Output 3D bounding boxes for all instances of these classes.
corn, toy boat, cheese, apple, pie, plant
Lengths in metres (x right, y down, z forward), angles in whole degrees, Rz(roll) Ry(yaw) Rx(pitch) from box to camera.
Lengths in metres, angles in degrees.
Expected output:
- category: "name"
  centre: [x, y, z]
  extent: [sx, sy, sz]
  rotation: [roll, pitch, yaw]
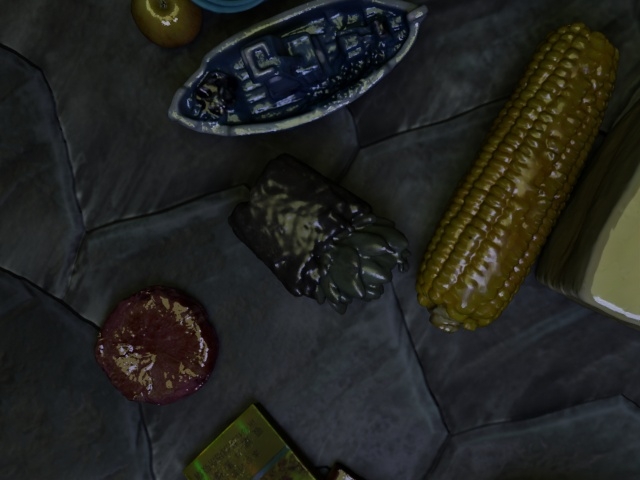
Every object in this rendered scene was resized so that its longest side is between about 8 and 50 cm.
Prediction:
- category: "corn"
  centre: [0.215, -0.064, 0.947]
  extent: [0.120, 0.120, 0.363]
  rotation: [26, 93, 5]
- category: "toy boat"
  centre: [-0.026, -0.194, 0.960]
  extent: [0.309, 0.142, 0.129]
  rotation: [-21, 87, 7]
- category: "cheese"
  centre: [0.330, -0.036, 0.861]
  extent: [0.124, 0.265, 0.242]
  rotation: [26, 93, 5]
- category: "apple"
  centre: [-0.179, -0.266, 1.010]
  extent: [0.084, 0.071, 0.084]
  rotation: [0, 92, 5]
- category: "pie"
  centre: [-0.196, 0.128, 1.034]
  extent: [0.154, 0.038, 0.153]
  rotation: [0, 92, 8]
- category: "plant"
  centre: [0.000, 0.000, 0.968]
  extent: [0.194, 0.129, 0.132]
  rotation: [38, 97, 8]

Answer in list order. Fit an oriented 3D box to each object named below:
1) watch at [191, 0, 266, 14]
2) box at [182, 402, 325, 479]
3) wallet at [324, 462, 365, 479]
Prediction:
- category: "watch"
  centre: [-0.105, -0.350, 0.961]
  extent: [0.211, 0.211, 0.193]
  rotation: [-33, 98, 6]
- category: "box"
  centre: [-0.056, 0.302, 1.009]
  extent: [0.121, 0.030, 0.193]
  rotation: [-45, 74, 5]
- category: "wallet"
  centre: [0.004, 0.400, 1.019]
  extent: [0.137, 0.031, 0.255]
  rotation: [34, 93, 8]
